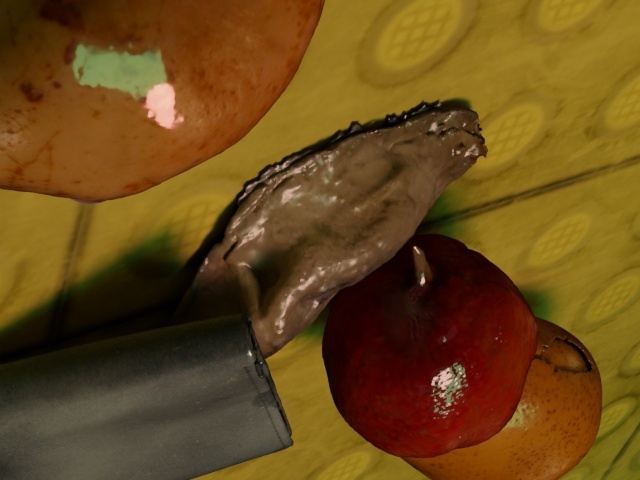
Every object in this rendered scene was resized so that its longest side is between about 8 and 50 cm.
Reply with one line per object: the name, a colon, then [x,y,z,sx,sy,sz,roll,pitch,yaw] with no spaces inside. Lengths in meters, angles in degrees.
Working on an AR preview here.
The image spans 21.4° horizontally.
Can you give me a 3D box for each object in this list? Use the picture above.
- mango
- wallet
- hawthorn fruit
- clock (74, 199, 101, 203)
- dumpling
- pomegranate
mango: [0.169,0.159,1.686,0.290,0.160,0.191,10,135,-42]
wallet: [-0.152,0.151,1.333,0.251,0.054,0.290,-15,152,1]
hawthorn fruit: [0.094,0.076,1.428,0.189,0.189,0.251,-27,152,-18]
clock: [-0.114,-0.095,1.006,0.152,0.110,0.050,-27,154,-19]
dumpling: [0.003,0.004,1.325,0.332,0.086,0.166,-41,155,-1]
pomegranate: [-0.118,-0.134,0.830,0.248,0.248,0.248,-27,151,-17]
